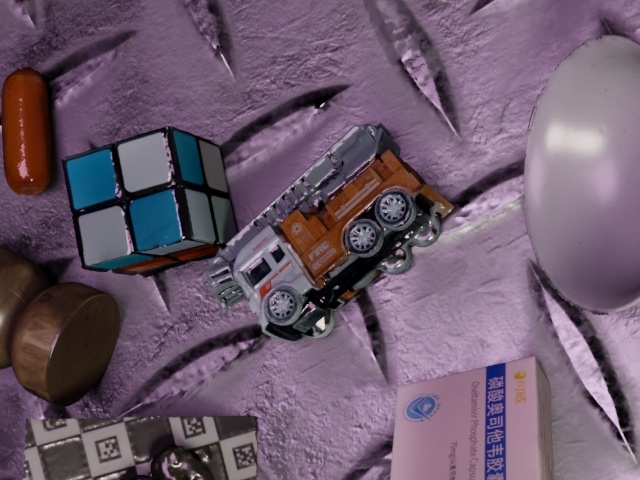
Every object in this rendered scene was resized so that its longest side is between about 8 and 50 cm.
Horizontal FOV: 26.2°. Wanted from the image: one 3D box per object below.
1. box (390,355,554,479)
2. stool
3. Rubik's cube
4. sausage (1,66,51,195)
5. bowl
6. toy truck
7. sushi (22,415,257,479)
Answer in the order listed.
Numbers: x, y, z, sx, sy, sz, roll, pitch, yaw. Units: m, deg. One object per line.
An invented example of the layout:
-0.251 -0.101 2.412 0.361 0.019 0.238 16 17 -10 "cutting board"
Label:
0.189 0.299 1.719 0.200 0.343 0.065 -15 125 18 "box"
-0.454 0.114 2.026 0.264 0.179 0.179 22 93 21 "stool"
-0.239 -0.051 1.959 0.183 0.180 0.167 -17 79 20 "Rubik's cube"
-0.451 -0.169 2.103 0.076 0.076 0.197 -8 82 19 "sausage"
0.408 -0.080 1.710 0.157 0.345 0.345 0 84 -24 "bowl"
0.000 0.000 1.898 0.338 0.133 0.184 -41 64 10 "toy truck"
-0.237 0.400 1.883 0.339 0.069 0.320 3 84 -17 "sushi"
